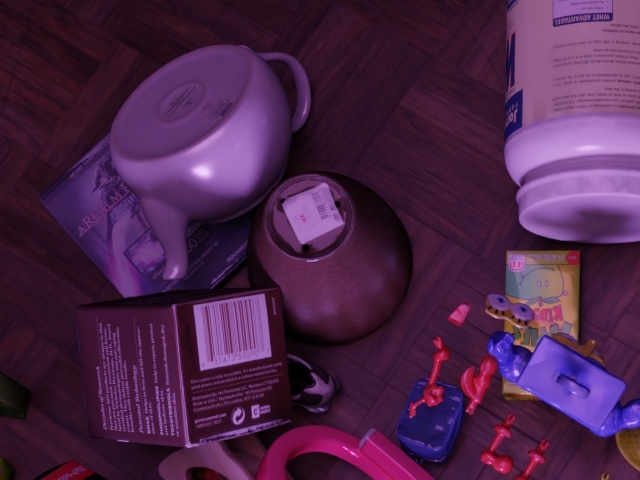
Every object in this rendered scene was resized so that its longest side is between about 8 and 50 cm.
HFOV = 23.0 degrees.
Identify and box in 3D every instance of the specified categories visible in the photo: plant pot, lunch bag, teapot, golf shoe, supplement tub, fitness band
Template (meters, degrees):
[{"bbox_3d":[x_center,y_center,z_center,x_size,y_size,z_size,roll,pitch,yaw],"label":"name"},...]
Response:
[{"bbox_3d":[0.000,0.000,1.918,0.215,0.230,0.215,-2,75,6],"label":"plant pot"},{"bbox_3d":[0.135,0.226,1.918,0.067,0.065,0.098,19,70,19],"label":"lunch bag"},{"bbox_3d":[-0.129,-0.116,2.008,0.256,0.187,0.252,-27,38,12],"label":"teapot"},{"bbox_3d":[-0.075,0.158,1.974,0.198,0.094,0.077,11,77,18],"label":"golf shoe"},{"bbox_3d":[0.341,-0.179,1.904,0.235,0.235,0.325,-1,73,13],"label":"supplement tub"},{"bbox_3d":[0.057,0.328,1.834,0.291,0.209,0.054,41,129,14],"label":"fitness band"}]

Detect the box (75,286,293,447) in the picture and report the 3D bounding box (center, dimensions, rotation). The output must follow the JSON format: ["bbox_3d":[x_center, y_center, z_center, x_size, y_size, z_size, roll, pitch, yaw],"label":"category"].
[{"bbox_3d":[-0.164,0.148,1.886,0.203,0.168,0.167,-4,93,48],"label":"box"}]

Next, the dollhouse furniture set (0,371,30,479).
[{"bbox_3d":[-0.554,0.249,2.024,0.301,0.151,0.198,7,75,15],"label":"dollhouse furniture set"}]

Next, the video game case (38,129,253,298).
[{"bbox_3d":[-0.224,-0.029,2.102,0.196,0.026,0.274,-43,70,-2],"label":"video game case"}]

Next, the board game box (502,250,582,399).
[{"bbox_3d":[0.274,0.104,1.935,0.092,0.043,0.181,0,73,13],"label":"board game box"}]

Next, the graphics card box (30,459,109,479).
[{"bbox_3d":[-0.199,0.447,1.859,0.371,0.094,0.233,26,114,20],"label":"graphics card box"}]

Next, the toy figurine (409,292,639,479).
[{"bbox_3d":[0.285,0.200,1.769,0.362,0.217,0.191,33,84,6],"label":"toy figurine"}]

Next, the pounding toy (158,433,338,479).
[{"bbox_3d":[-0.065,0.349,1.926,0.269,0.155,0.154,45,115,30],"label":"pounding toy"}]
